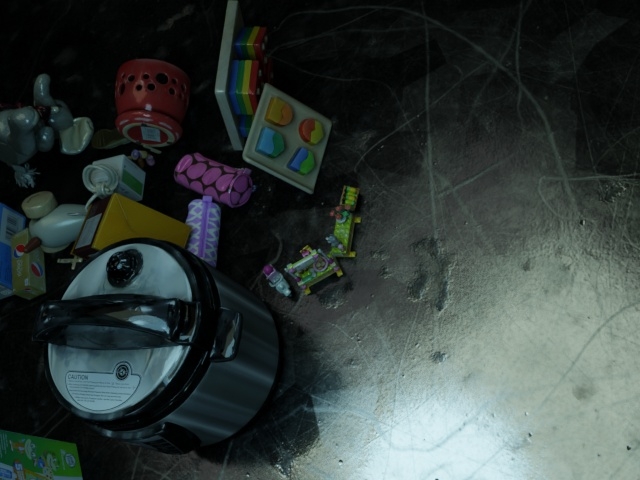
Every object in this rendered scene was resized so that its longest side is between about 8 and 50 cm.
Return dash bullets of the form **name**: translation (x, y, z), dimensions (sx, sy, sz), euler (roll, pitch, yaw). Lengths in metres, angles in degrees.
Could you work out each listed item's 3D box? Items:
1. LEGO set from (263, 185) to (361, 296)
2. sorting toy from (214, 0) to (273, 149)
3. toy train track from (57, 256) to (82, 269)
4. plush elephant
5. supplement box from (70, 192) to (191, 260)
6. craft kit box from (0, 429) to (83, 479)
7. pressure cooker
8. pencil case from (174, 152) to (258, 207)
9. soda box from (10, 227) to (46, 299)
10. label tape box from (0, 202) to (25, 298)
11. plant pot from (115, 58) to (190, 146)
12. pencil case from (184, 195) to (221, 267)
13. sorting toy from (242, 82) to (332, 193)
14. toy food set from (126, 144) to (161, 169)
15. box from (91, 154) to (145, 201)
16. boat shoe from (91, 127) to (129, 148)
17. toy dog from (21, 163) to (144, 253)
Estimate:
- **LEGO set**: translation (0.000, 0.000, 1.434), dimensions (0.287, 0.107, 0.132), euler (-49, 57, -2)
- **sorting toy**: translation (-0.170, -0.387, 1.615), dimensions (0.089, 0.257, 0.255), euler (2, 68, 4)
- **toy train track**: translation (-0.661, 0.052, 1.774), dimensions (0.083, 0.014, 0.048), euler (-2, 66, 25)
- **plush elephant**: translation (-0.799, -0.338, 1.890), dimensions (0.272, 0.330, 0.255), euler (19, 53, 17)
- **supplement box**: translation (-0.435, 0.001, 1.546), dimensions (0.194, 0.191, 0.129), euler (-9, 60, 55)
- **craft kit box**: translation (-0.582, 0.525, 1.385), dimensions (0.061, 0.246, 0.250), euler (-30, 59, 7)
- **pressure cooker**: translation (-0.318, 0.195, 1.308), dimensions (0.370, 0.420, 0.375), euler (-41, 58, 2)
- **pencil case**: translation (-0.258, -0.151, 1.634), dimensions (0.209, 0.095, 0.098), euler (22, 101, 31)
- **soda box**: translation (-0.776, 0.061, 1.794), dimensions (0.058, 0.061, 0.181), euler (-24, 60, 14)
- **label tape box**: translation (-0.985, 0.067, 1.864), dimensions (0.334, 0.106, 0.240), euler (-18, 60, 16)
- **plant pot**: translation (-0.440, -0.348, 1.751), dimensions (0.191, 0.191, 0.174), euler (-5, 69, 23)
- **pencil case**: translation (-0.279, 0.006, 1.570), dimensions (0.086, 0.088, 0.206), euler (3, 66, -7)
- **sorting toy**: translation (-0.067, -0.232, 1.528), dimensions (0.038, 0.193, 0.208), euler (-17, 54, 53)
- **toy food set**: translation (-0.477, -0.206, 1.772), dimensions (0.122, 0.078, 0.019), euler (-27, 62, 30)
- **box**: translation (-0.526, -0.154, 1.752), dimensions (0.102, 0.101, 0.087), euler (-11, 62, 19)
- **boat shoe**: translation (-0.569, -0.283, 1.871), dimensions (0.153, 0.048, 0.056), euler (-13, 75, 27)
- **toy dog**: translation (-0.609, -0.030, 1.688), dimensions (0.334, 0.220, 0.161), euler (-19, 35, 26)
